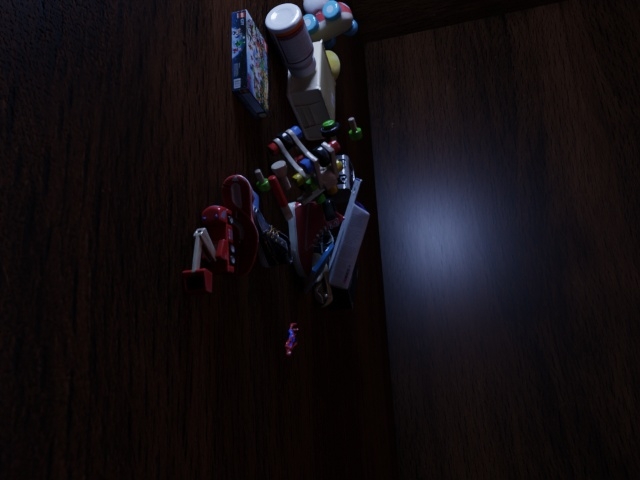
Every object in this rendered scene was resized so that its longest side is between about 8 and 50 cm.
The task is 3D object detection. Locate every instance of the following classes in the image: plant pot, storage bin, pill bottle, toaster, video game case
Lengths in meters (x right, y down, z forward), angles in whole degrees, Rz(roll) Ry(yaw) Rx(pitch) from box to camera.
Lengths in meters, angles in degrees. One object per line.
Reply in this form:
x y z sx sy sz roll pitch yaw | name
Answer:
0.000 -0.714 2.137 0.095 0.134 0.134 -21 105 -50 | plant pot
-0.023 -0.557 1.942 0.260 0.123 0.262 62 24 -56 | storage bin
-0.091 -0.654 1.717 0.221 0.121 0.121 59 28 -59 | pill bottle
0.084 -0.256 2.248 0.185 0.110 0.168 54 33 -64 | toaster
-0.007 0.093 1.661 0.119 0.015 0.166 -53 171 -32 | video game case

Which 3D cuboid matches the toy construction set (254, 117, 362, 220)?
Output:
-0.036 -0.167 1.479 0.309 0.257 0.237 -54 136 -37 | toy construction set

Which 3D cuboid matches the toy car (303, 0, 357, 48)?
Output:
0.013 -0.973 2.174 0.219 0.210 0.238 -2 72 -65 | toy car

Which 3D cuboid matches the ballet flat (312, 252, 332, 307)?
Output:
-0.002 0.144 1.802 0.067 0.073 0.206 -48 128 -53 | ballet flat

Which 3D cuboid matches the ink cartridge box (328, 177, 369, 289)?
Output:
0.102 -0.034 1.683 0.324 0.071 0.330 -80 -172 -81 | ink cartridge box

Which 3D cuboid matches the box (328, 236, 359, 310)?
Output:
0.078 0.125 2.054 0.261 0.103 0.184 -73 150 -59 | box

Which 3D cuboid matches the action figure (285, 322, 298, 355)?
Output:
-0.082 0.287 1.490 0.115 0.030 0.038 -74 158 -53 | action figure

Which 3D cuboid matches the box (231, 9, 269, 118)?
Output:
-0.187 -0.470 1.401 0.159 0.044 0.233 40 45 -69 | box

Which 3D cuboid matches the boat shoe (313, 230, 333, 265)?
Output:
0.000 0.000 1.821 0.302 0.091 0.114 63 24 -54 | boat shoe

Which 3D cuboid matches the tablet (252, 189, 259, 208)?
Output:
-0.177 -0.106 1.343 0.083 0.006 0.054 48 37 -65 | tablet

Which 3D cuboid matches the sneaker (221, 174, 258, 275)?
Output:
-0.172 -0.037 1.176 0.128 0.087 0.221 -66 160 -81 | sneaker

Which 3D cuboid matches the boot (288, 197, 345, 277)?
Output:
-0.005 -0.008 1.635 0.088 0.176 0.244 -13 98 -78 | boot

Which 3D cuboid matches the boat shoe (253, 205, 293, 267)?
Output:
-0.128 -0.014 1.333 0.065 0.083 0.183 -77 155 -55 | boat shoe

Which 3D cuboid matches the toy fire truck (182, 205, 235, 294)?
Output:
-0.220 0.015 1.029 0.135 0.047 0.192 35 49 -70 | toy fire truck
